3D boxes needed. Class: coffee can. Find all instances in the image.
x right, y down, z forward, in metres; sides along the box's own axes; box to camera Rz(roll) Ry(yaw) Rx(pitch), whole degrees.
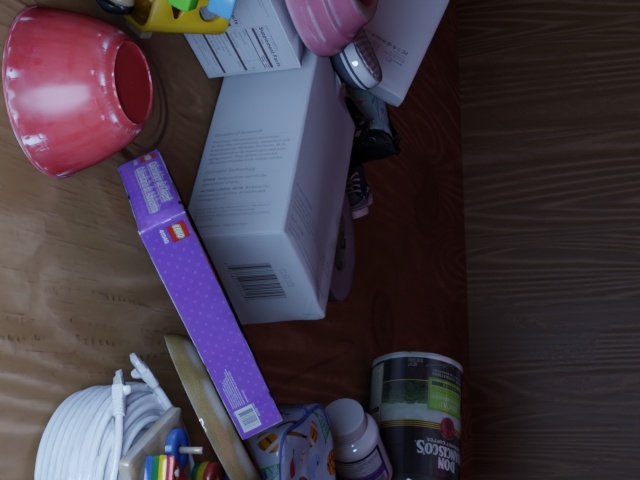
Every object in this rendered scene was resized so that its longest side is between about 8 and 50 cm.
[{"bbox_3d":[0.196,0.396,2.222,0.201,0.201,0.276,58,32,-57],"label":"coffee can"}]

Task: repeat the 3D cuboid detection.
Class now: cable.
[{"bbox_3d":[-0.211,0.278,1.116,0.257,0.089,0.257,67,26,-51],"label":"cable"}]

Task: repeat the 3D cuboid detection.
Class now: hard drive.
[{"bbox_3d":[0.121,-0.429,2.043,0.308,0.203,0.040,-65,-172,-26],"label":"hard drive"}]

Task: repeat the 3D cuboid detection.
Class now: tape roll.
[{"bbox_3d":[0.000,0.000,1.882,0.219,0.072,0.219,-3,90,-74],"label":"tape roll"}]

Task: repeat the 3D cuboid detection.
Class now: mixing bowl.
[{"bbox_3d":[-0.237,-0.159,1.102,0.181,0.098,0.182,-4,90,-74],"label":"mixing bowl"}]

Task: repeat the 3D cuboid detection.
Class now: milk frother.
[{"bbox_3d":[-0.013,-0.218,1.861,0.143,0.129,0.135,1,46,-45],"label":"milk frother"}]

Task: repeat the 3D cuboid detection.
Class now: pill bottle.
[{"bbox_3d":[0.063,0.378,1.947,0.194,0.108,0.108,70,23,-43],"label":"pill bottle"}]

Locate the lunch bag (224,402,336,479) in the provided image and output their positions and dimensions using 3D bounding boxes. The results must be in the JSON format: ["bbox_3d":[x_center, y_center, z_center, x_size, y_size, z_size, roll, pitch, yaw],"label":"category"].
[{"bbox_3d":[-0.062,0.386,1.543,0.243,0.114,0.304,-19,106,-70],"label":"lunch bag"}]

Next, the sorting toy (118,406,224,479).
[{"bbox_3d":[-0.152,0.260,1.077,0.274,0.046,0.132,-45,130,-68],"label":"sorting toy"}]

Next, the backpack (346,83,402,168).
[{"bbox_3d":[0.071,-0.244,2.054,0.115,0.151,0.182,50,33,-61],"label":"backpack"}]

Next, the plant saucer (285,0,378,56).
[{"bbox_3d":[0.015,-0.431,1.505,0.332,0.084,0.332,-4,90,-74],"label":"plant saucer"}]

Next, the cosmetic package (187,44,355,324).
[{"bbox_3d":[-0.064,-0.095,1.561,0.217,0.156,0.385,67,25,-47],"label":"cosmetic package"}]

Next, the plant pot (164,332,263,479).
[{"bbox_3d":[-0.125,0.213,1.296,0.236,0.032,0.236,63,-6,12],"label":"plant pot"}]

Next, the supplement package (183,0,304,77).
[{"bbox_3d":[-0.108,-0.397,1.488,0.204,0.145,0.262,61,31,-54],"label":"supplement package"}]

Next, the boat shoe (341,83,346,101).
[{"bbox_3d":[-0.022,-0.235,1.776,0.153,0.056,0.048,-23,121,-30],"label":"boat shoe"}]

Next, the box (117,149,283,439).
[{"bbox_3d":[-0.140,0.060,1.231,0.201,0.057,0.293,-126,-168,-60],"label":"box"}]

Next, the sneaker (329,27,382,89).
[{"bbox_3d":[0.011,-0.324,1.757,0.126,0.127,0.321,50,16,-34],"label":"sneaker"}]

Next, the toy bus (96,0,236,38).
[{"bbox_3d":[-0.195,-0.291,1.239,0.191,0.202,0.104,-76,-173,-61],"label":"toy bus"}]

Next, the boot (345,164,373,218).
[{"bbox_3d":[0.060,-0.097,2.125,0.190,0.069,0.086,-60,137,-74],"label":"boot"}]
